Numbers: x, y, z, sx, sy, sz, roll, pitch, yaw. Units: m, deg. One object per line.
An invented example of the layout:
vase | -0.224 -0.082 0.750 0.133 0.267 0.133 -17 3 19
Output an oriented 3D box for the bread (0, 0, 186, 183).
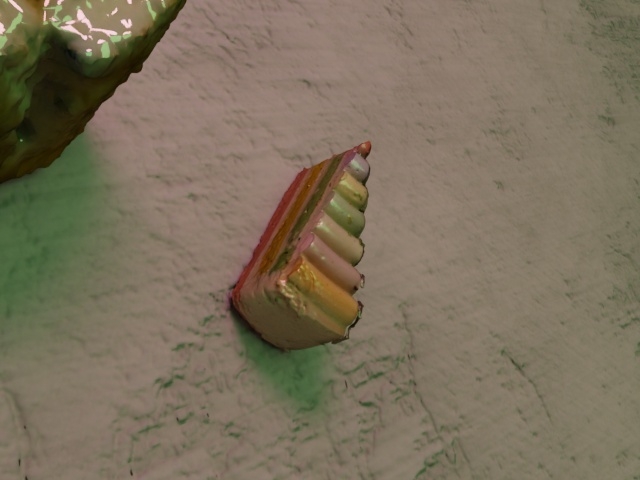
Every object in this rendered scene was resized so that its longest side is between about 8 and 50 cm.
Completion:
bread | -0.306 -0.215 0.577 0.395 0.239 0.264 42 47 -18

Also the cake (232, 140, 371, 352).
cake | -0.016 -0.009 0.851 0.090 0.109 0.225 28 54 -31
